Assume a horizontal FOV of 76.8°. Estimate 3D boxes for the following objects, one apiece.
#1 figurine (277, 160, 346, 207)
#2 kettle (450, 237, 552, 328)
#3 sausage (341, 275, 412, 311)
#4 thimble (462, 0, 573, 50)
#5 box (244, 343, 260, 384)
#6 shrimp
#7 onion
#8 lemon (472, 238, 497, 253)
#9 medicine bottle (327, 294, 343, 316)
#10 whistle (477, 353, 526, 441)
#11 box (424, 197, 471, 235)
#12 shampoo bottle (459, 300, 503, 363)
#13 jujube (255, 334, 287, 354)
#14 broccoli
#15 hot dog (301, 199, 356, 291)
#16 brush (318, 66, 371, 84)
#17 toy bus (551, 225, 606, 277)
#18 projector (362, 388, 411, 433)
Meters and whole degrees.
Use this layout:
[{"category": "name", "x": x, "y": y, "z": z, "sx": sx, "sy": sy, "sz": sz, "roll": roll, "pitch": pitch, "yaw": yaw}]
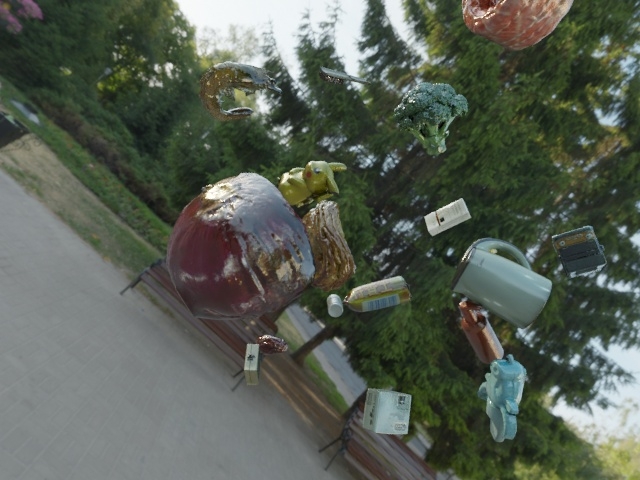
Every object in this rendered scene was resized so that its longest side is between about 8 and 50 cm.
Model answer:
[{"category": "figurine", "x": -0.051, "y": -0.259, "z": 1.849, "sx": 0.169, "sy": 0.327, "sz": 0.218, "roll": 51, "pitch": 26, "yaw": -35}, {"category": "kettle", "x": 0.523, "y": 0.105, "z": 1.178, "sx": 0.237, "sy": 0.221, "sz": 0.161, "roll": 28, "pitch": -18, "yaw": 16}, {"category": "sausage", "x": 0.214, "y": 0.235, "z": 1.711, "sx": 0.125, "sy": 0.318, "sz": 0.117, "roll": -109, "pitch": -173, "yaw": -74}, {"category": "thimble", "x": 0.444, "y": -0.573, "z": 0.905, "sx": 0.162, "sy": 0.239, "sz": 0.239, "roll": 6, "pitch": 8, "yaw": -21}, {"category": "box", "x": -0.181, "y": 0.330, "z": 1.079, "sx": 0.079, "sy": 0.035, "sz": 0.083, "roll": -93, "pitch": -175, "yaw": -47}, {"category": "shrimp", "x": -0.226, "y": -0.411, "z": 1.142, "sx": 0.253, "sy": 0.173, "sz": 0.058, "roll": -3, "pitch": 38, "yaw": -45}, {"category": "onion", "x": -0.131, "y": 0.031, "z": 0.635, "sx": 0.207, "sy": 0.206, "sz": 0.216, "roll": 35, "pitch": -31, "yaw": 52}, {"category": "lemon", "x": 0.566, "y": 0.026, "z": 1.387, "sx": 0.093, "sy": 0.065, "sz": 0.065, "roll": 17, "pitch": -4, "yaw": -5}, {"category": "medicine bottle", "x": 0.056, "y": 0.257, "z": 1.594, "sx": 0.058, "sy": 0.058, "sz": 0.091, "roll": 45, "pitch": 10, "yaw": -14}, {"category": "whistle", "x": 0.523, "y": 0.449, "z": 1.155, "sx": 0.093, "sy": 0.273, "sz": 0.186, "roll": 2, "pitch": 15, "yaw": -1}, {"category": "box", "x": 0.469, "y": -0.086, "z": 1.496, "sx": 0.040, "sy": 0.155, "sz": 0.083, "roll": 42, "pitch": 31, "yaw": -37}, {"category": "shampoo bottle", "x": 0.481, "y": 0.274, "z": 1.225, "sx": 0.244, "sy": 0.085, "sz": 0.085, "roll": 56, "pitch": -11, "yaw": -29}, {"category": "jujube", "x": -0.183, "y": 0.392, "z": 1.511, "sx": 0.129, "sy": 0.077, "sz": 0.077, "roll": 0, "pitch": -33, "yaw": 32}, {"category": "broccoli", "x": 0.421, "y": -0.463, "z": 1.532, "sx": 0.270, "sy": 0.270, "sz": 0.269, "roll": 31, "pitch": -37, "yaw": 65}, {"category": "hot dog", "x": -0.002, "y": 0.001, "z": 1.078, "sx": 0.114, "sy": 0.175, "sz": 0.258, "roll": 9, "pitch": 49, "yaw": -31}, {"category": "brush", "x": 0.085, "y": -0.559, "z": 1.400, "sx": 0.248, "sy": 0.036, "sz": 0.043, "roll": -13, "pitch": 58, "yaw": -47}, {"category": "toy bus", "x": 0.955, "y": 0.048, "z": 1.498, "sx": 0.275, "sy": 0.139, "sz": 0.166, "roll": 18, "pitch": 56, "yaw": -57}, {"category": "projector", "x": 0.194, "y": 0.499, "z": 1.182, "sx": 0.147, "sy": 0.115, "sz": 0.061, "roll": 22, "pitch": -18, "yaw": -36}]
